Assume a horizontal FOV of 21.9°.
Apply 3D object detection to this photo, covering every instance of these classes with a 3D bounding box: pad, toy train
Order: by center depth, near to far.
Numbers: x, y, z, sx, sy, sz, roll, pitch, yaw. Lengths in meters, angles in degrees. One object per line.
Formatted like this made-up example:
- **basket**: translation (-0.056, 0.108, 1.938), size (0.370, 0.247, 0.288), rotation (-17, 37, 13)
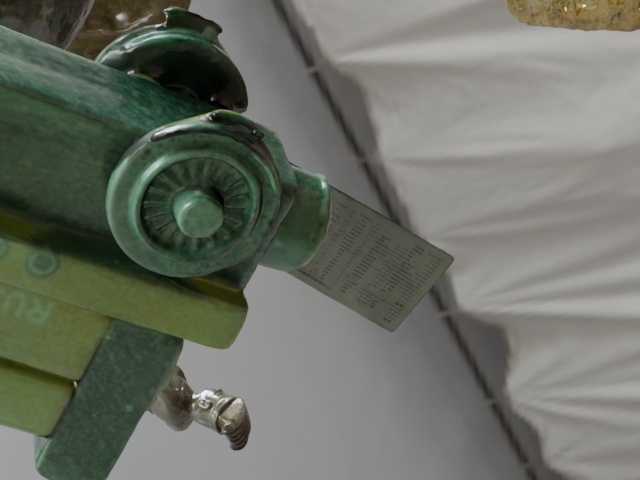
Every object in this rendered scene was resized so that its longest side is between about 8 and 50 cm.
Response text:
- **toy train**: translation (-0.198, -0.023, 0.869), size (0.397, 0.253, 0.160), rotation (19, -155, -24)
- **pad**: translation (0.000, 0.000, 1.827), size (0.265, 0.159, 0.009), rotation (29, -134, -6)

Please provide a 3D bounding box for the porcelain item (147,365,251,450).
- **porcelain item**: translation (-0.158, 0.142, 1.590), size (0.054, 0.213, 0.084), rotation (-59, -28, -26)

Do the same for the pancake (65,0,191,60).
- **pancake**: translation (-0.274, -0.313, 1.983), size (0.242, 0.050, 0.242), rotation (7, -122, -12)

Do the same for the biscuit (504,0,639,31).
- **biscuit**: translation (0.243, -0.259, 1.572), size (0.029, 0.247, 0.118), rotation (-10, -77, -26)

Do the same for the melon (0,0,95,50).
- **melon**: translation (-0.334, -0.252, 1.541), size (0.237, 0.302, 0.237), rotation (7, -103, -32)
